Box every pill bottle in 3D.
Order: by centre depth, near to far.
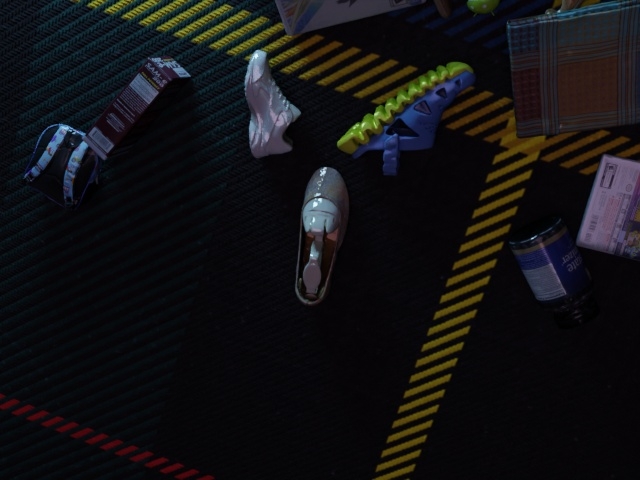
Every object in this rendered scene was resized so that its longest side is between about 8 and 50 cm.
[{"bbox_3d":[0.493,0.070,1.736,0.123,0.123,0.219,-27,99,16],"label":"pill bottle"}]

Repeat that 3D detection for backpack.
[{"bbox_3d":[-0.568,-0.177,1.882,0.158,0.117,0.173,30,109,2],"label":"backpack"}]

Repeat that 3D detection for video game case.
[{"bbox_3d":[0.027,-0.582,1.624,0.300,0.036,0.329,-10,130,14],"label":"video game case"},{"bbox_3d":[0.647,-0.063,1.723,0.183,0.023,0.201,14,106,7],"label":"video game case"}]

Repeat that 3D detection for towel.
[{"bbox_3d":[0.558,-0.333,1.608,0.370,0.040,0.271,-7,127,11],"label":"towel"}]

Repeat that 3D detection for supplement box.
[{"bbox_3d":[-0.399,-0.290,1.812,0.073,0.130,0.239,45,107,-2],"label":"supplement box"}]

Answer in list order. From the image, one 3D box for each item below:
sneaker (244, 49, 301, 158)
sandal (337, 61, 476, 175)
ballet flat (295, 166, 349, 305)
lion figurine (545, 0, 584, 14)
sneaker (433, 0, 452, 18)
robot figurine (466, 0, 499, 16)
[{"bbox_3d":[-0.099,-0.294,1.784,0.115,0.090,0.232,-2,113,5],"label":"sneaker"},{"bbox_3d":[0.193,-0.246,1.719,0.317,0.126,0.138,-35,99,26],"label":"sandal"},{"bbox_3d":[0.000,0.000,1.823,0.108,0.106,0.316,7,106,9],"label":"ballet flat"},{"bbox_3d":[0.417,-0.595,1.538,0.392,0.142,0.240,36,125,-14],"label":"lion figurine"},{"bbox_3d":[0.242,-0.539,1.652,0.071,0.066,0.188,-17,101,14],"label":"sneaker"},{"bbox_3d":[0.321,-0.502,1.645,0.101,0.067,0.115,7,108,38],"label":"robot figurine"}]
